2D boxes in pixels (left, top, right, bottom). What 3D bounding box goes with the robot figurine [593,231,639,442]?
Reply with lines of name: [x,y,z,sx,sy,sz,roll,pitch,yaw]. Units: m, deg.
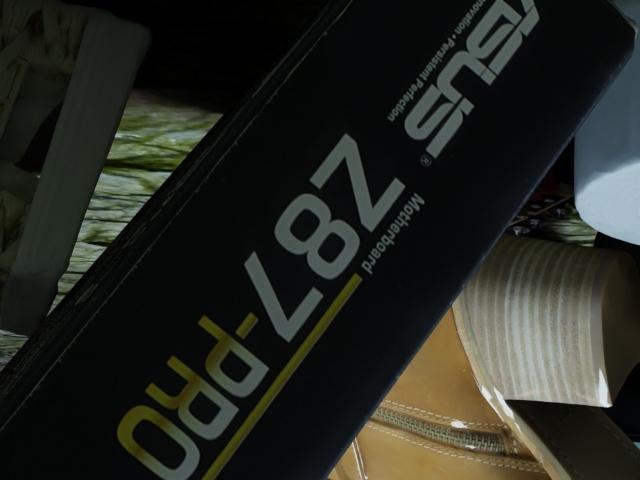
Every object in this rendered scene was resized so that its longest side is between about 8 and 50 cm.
robot figurine: [0.281,0.059,0.839,0.278,0.173,0.209,6,169,-8]

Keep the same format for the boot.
boot: [0.060,0.127,0.807,0.220,0.283,0.109,2,-156,32]

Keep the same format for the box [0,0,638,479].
box: [-0.084,0.081,0.572,0.097,0.395,0.318,40,160,-8]

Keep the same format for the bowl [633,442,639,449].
bowl: [0.321,0.152,1.244,0.312,0.163,0.311,11,171,2]

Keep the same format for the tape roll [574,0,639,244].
tape roll: [0.211,-0.045,0.616,0.219,0.072,0.219,4,169,1]

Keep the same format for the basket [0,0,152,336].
basket: [-0.144,-0.035,0.645,0.103,0.113,0.167,20,165,-10]

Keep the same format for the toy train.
toy train: [0.122,-0.028,0.827,0.036,0.027,0.158,11,166,-16]
